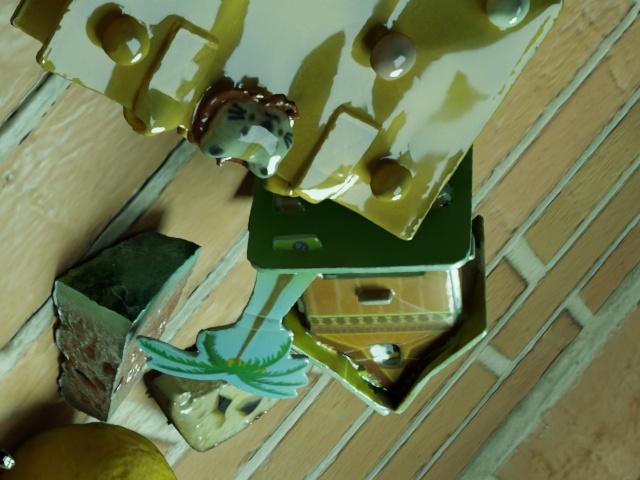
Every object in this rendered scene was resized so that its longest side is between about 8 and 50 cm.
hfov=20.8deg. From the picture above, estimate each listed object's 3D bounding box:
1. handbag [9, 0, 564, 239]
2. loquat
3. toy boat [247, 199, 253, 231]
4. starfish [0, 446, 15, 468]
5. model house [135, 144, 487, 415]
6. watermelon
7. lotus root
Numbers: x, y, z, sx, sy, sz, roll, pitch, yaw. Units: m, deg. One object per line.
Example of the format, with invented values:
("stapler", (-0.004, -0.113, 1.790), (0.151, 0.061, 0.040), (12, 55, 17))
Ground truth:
("handbag", (-0.013, -0.178, 1.386), (0.401, 0.133, 0.283), (26, 101, -36))
("loquat", (-0.247, 0.295, 1.867), (0.208, 0.208, 0.208), (-41, 157, -21))
("toy boat", (0.021, -0.122, 1.853), (0.299, 0.096, 0.062), (-62, 167, 15))
("starfish", (-0.338, 0.144, 1.555), (0.057, 0.213, 0.238), (3, 166, -35))
("model house", (0.000, 0.000, 1.736), (0.323, 0.340, 0.300), (77, 13, -50))
("watermelon", (-0.208, 0.097, 1.802), (0.154, 0.094, 0.241), (-42, 161, -45))
("lotus root", (-0.112, 0.177, 2.118), (0.260, 0.074, 0.170), (-30, 154, -39))
